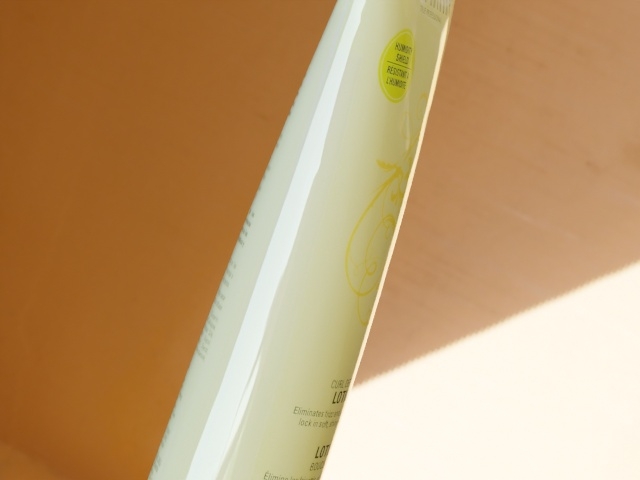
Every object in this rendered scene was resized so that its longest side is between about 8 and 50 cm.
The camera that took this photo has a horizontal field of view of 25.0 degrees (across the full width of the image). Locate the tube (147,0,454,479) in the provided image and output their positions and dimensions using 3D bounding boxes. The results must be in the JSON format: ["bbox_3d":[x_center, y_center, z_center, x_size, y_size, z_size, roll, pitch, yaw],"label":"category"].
[{"bbox_3d":[0.000,0.000,0.509,0.070,0.062,0.240,31,103,66],"label":"tube"}]
